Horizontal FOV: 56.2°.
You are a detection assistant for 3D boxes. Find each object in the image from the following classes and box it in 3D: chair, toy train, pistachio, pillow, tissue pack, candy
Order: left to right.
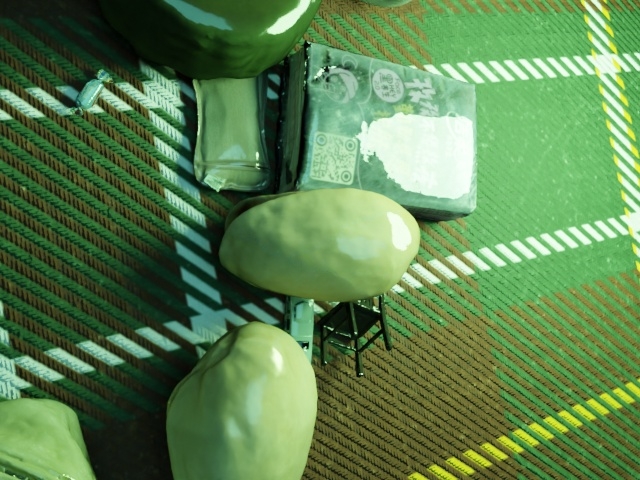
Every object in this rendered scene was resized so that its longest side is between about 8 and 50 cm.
[{"bbox_3d":[-0.339,-0.217,0.890,0.030,0.020,0.083,33,73,-17],"label":"candy"},{"bbox_3d":[-0.143,-0.191,0.970,0.131,0.038,0.232,-1,82,-23],"label":"pillow"},{"bbox_3d":[-0.109,0.274,0.853,0.214,0.193,0.317,1,95,-14],"label":"pistachio"},{"bbox_3d":[-0.037,0.154,0.979,0.043,0.047,0.207,6,83,-26],"label":"toy train"},{"bbox_3d":[0.000,0.000,0.909,0.300,0.187,0.187,3,83,-4],"label":"pistachio"},{"bbox_3d":[0.055,0.112,1.020,0.084,0.101,0.212,24,38,-22],"label":"chair"},{"bbox_3d":[0.109,-0.177,1.047,0.362,0.122,0.259,5,84,-27],"label":"tissue pack"}]

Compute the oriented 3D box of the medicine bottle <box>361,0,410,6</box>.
[{"bbox_3d":[0.153,-0.609,1.060,0.208,0.208,0.339,33,71,-19],"label":"medicine bottle"}]

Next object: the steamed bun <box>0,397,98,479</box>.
[{"bbox_3d":[-0.405,0.349,0.698,0.289,0.203,0.275,-18,92,-25],"label":"steamed bun"}]

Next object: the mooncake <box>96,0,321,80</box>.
[{"bbox_3d":[-0.166,-0.420,0.895,0.357,0.194,0.356,3,82,-24],"label":"mooncake"}]
